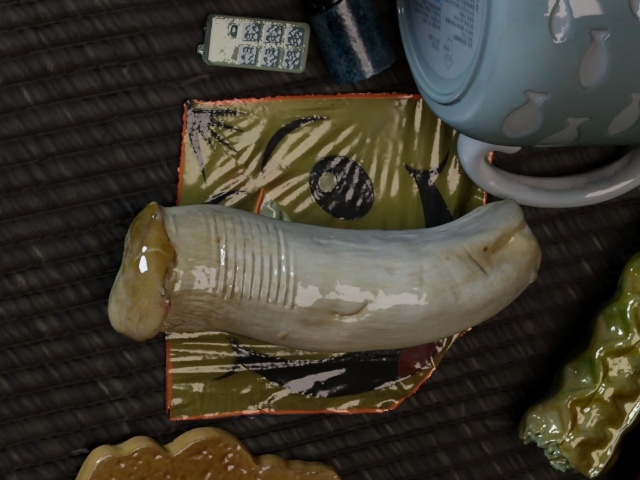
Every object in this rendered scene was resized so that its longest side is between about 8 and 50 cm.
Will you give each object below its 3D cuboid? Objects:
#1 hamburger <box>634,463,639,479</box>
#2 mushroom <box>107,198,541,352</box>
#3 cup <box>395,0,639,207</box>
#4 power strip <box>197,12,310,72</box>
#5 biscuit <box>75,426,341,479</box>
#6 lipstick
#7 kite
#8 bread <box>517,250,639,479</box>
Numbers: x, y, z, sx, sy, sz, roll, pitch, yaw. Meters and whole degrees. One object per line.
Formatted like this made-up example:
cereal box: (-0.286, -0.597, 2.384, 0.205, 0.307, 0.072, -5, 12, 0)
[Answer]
hamburger: (0.470, 0.130, 1.497, 0.445, 0.268, 0.287, -28, 126, -10)
mushroom: (0.008, 0.027, 1.405, 0.351, 0.095, 0.123, -2, 93, -19)
cup: (0.203, -0.162, 1.377, 0.274, 0.259, 0.357, -4, 135, -19)
power strip: (-0.050, -0.152, 1.388, 0.090, 0.016, 0.040, 3, 104, -21)
biscuit: (-0.092, 0.225, 1.466, 0.236, 0.040, 0.144, 21, 92, -24)
lipstick: (-0.006, -0.234, 1.363, 0.053, 0.053, 0.234, -27, 111, -12)
kite: (-0.001, -0.001, 1.452, 0.377, 0.013, 0.327, -46, 114, -3)
bread: (0.272, 0.080, 1.534, 0.098, 0.087, 0.269, 32, 92, -24)
